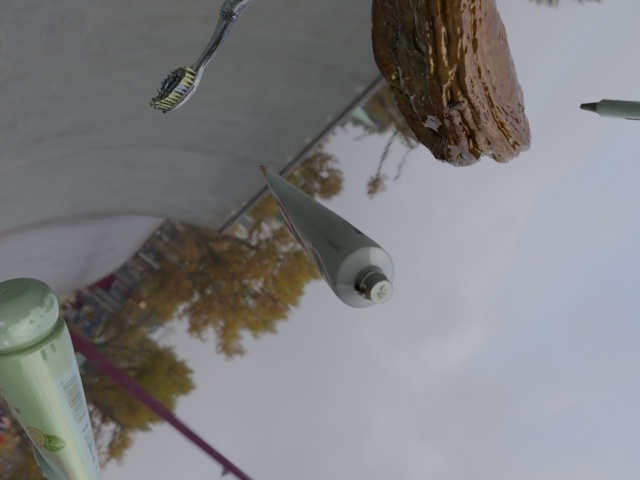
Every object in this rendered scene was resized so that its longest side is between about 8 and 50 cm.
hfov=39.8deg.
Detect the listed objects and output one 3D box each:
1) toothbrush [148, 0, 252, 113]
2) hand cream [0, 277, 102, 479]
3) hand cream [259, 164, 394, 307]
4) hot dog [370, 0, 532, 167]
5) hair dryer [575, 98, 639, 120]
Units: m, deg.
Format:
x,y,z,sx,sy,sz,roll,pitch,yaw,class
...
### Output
x,y,z,sx,sy,sz,roll,pitch,yaw,class
-0.074,-0.312,1.052,0.413,0.035,0.042,-50,160,16,toothbrush
-0.299,0.186,0.989,0.093,0.305,0.147,-25,-152,-21,hand cream
0.000,0.000,1.125,0.078,0.124,0.341,-33,-150,-11,hand cream
0.136,-0.209,0.951,0.122,0.272,0.196,-25,-158,-11,hot dog
0.434,-0.186,1.242,0.155,0.183,0.044,14,89,-55,hair dryer
